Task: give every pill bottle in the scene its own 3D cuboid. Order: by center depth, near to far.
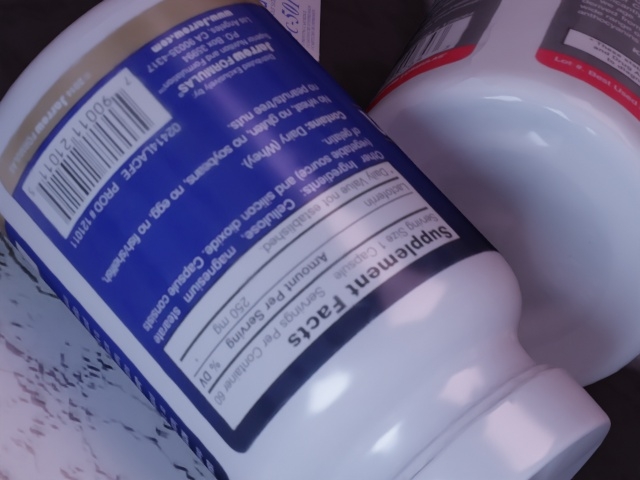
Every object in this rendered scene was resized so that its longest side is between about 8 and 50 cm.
[{"bbox_3d":[-0.011,0.024,0.823,0.264,0.153,0.153,48,35,15],"label":"pill bottle"},{"bbox_3d":[0.128,-0.070,1.042,0.176,0.176,0.318,35,34,-2],"label":"pill bottle"}]

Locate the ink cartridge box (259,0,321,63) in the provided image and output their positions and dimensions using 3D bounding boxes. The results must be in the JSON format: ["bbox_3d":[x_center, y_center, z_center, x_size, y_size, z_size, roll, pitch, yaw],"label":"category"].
[{"bbox_3d":[-0.040,-0.126,1.030,0.046,0.097,0.207,24,35,-18],"label":"ink cartridge box"}]
